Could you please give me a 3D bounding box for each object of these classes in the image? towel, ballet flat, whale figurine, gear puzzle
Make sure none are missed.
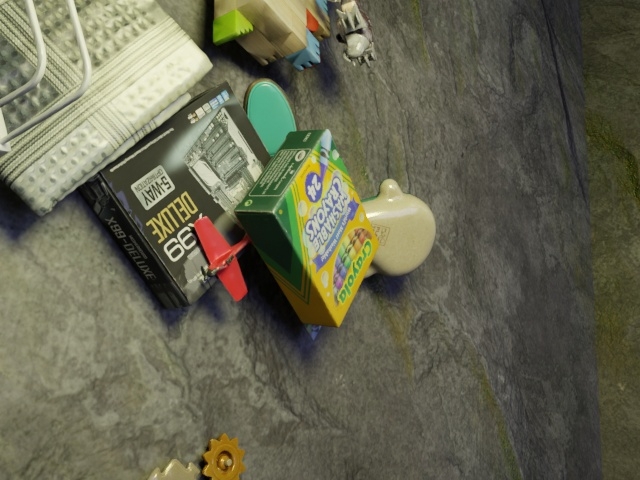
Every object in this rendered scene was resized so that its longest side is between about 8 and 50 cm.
[{"bbox_3d":[-0.348,-0.244,0.819,0.312,0.056,0.324,48,68,-12],"label":"towel"},{"bbox_3d":[-0.075,-0.160,1.158,0.095,0.096,0.280,-22,111,-6],"label":"ballet flat"},{"bbox_3d":[0.100,-0.029,1.300,0.272,0.141,0.216,10,104,-24],"label":"whale figurine"},{"bbox_3d":[-0.215,0.414,0.901,0.175,0.044,0.339,55,43,-21],"label":"gear puzzle"}]

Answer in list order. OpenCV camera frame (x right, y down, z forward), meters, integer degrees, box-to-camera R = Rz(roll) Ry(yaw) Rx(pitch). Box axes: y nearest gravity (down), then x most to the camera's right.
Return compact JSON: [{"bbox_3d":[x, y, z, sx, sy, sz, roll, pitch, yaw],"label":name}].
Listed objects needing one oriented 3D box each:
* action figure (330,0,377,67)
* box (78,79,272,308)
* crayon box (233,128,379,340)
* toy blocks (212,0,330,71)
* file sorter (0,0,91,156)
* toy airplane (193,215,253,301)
[{"bbox_3d":[0.057,-0.457,1.227,0.185,0.099,0.284,71,17,-65],"label":"action figure"},{"bbox_3d":[-0.198,-0.079,1.009,0.307,0.077,0.242,-49,117,-43],"label":"box"},{"bbox_3d":[0.000,0.000,1.080,0.203,0.083,0.322,-61,139,-35],"label":"crayon box"},{"bbox_3d":[-0.078,-0.463,1.185,0.261,0.191,0.381,34,47,-53],"label":"toy blocks"},{"bbox_3d":[-0.381,-0.214,0.585,0.278,0.173,0.192,2,69,-66],"label":"file sorter"},{"bbox_3d":[-0.132,0.017,0.980,0.151,0.028,0.151,6,82,-52],"label":"toy airplane"}]
